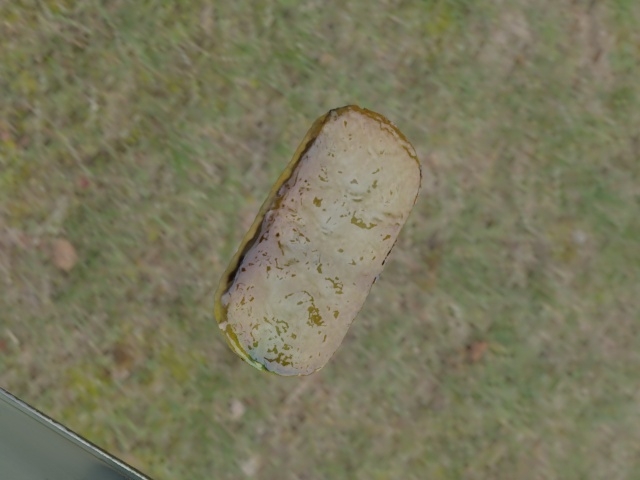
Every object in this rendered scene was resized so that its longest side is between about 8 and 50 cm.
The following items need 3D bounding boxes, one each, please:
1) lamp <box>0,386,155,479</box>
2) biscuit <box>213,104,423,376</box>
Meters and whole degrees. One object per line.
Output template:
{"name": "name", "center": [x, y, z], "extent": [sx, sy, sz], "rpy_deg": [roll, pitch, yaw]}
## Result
{"name": "lamp", "center": [-0.144, 0.095, 0.696], "extent": [0.269, 0.266, 0.047], "rpy_deg": [32, 95, -2]}
{"name": "biscuit", "center": [0.000, 0.000, 1.529], "extent": [0.118, 0.029, 0.247], "rpy_deg": [35, 73, -17]}
